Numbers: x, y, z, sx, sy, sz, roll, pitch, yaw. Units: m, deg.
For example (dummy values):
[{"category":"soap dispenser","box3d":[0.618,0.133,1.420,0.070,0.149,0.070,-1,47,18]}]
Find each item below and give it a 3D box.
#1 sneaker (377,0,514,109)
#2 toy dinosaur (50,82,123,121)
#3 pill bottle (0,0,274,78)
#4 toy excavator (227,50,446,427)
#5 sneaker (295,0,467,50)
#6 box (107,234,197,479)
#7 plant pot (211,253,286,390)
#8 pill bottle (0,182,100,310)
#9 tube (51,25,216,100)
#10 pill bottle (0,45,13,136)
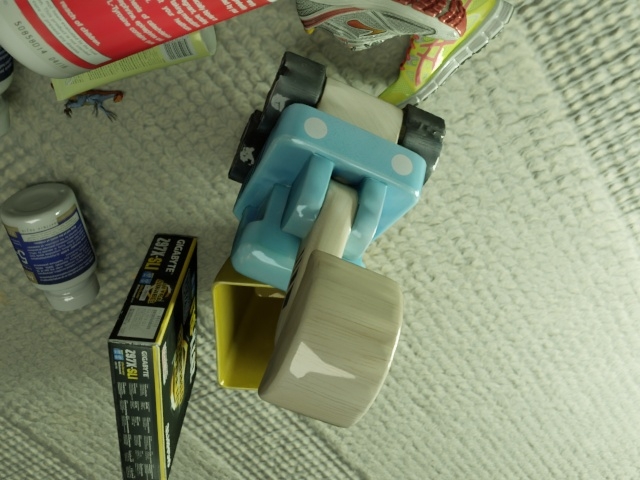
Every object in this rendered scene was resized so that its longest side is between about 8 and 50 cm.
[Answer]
[{"category":"sneaker","box3d":[0.142,-0.254,0.870,0.094,0.081,0.208,43,113,-12]},{"category":"toy dinosaur","box3d":[-0.324,-0.201,0.946,0.082,0.047,0.090,-31,109,1]},{"category":"pill bottle","box3d":[-0.161,-0.343,0.720,0.407,0.229,0.229,-16,123,13]},{"category":"toy excavator","box3d":[0.000,0.000,0.760,0.222,0.446,0.433,21,154,-13]},{"category":"sneaker","box3d":[0.072,-0.280,0.825,0.225,0.088,0.093,20,137,22]},{"category":"box","box3d":[-0.259,0.191,1.085,0.079,0.257,0.322,6,124,-2]},{"category":"plant pot","box3d":[-0.045,0.096,1.049,0.212,0.187,0.212,3,124,1]},{"category":"pill bottle","box3d":[-0.416,0.014,1.056,0.111,0.112,0.187,-4,124,6]},{"category":"tube","box3d":[-0.260,-0.256,0.896,0.240,0.070,0.062,-9,157,12]},{"category":"pill bottle","box3d":[-0.471,-0.263,0.840,0.153,0.153,0.265,8,125,-3]}]
